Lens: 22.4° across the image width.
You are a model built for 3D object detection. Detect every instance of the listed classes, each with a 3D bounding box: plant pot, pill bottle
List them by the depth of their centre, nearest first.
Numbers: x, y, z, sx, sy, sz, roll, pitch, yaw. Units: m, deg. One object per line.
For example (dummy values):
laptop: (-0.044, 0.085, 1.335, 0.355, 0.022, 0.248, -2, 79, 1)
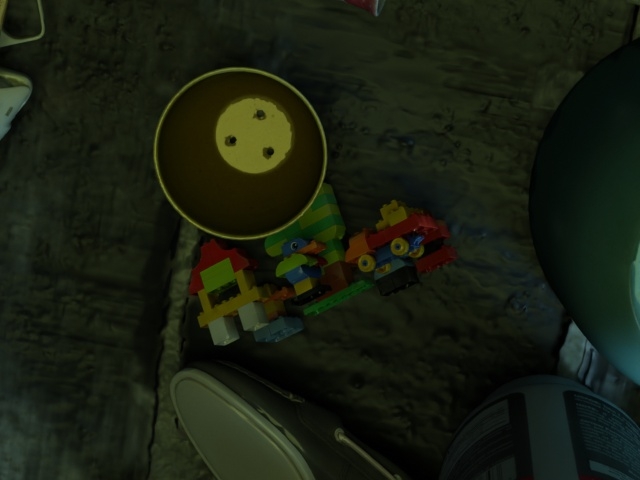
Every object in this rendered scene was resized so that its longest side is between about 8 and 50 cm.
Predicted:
plant pot: (0.306, -0.005, 1.197, 0.293, 0.235, 0.293, 1, 104, 4)
pill bottle: (0.175, 0.212, 1.218, 0.176, 0.318, 0.176, 1, 105, 5)
plant pot: (-0.058, -0.076, 1.277, 0.134, 0.095, 0.134, 1, 103, 4)

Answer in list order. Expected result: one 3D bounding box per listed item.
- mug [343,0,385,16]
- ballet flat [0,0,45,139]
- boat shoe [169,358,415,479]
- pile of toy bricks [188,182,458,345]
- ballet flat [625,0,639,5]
mug: (-0.015, -0.261, 1.238, 0.169, 0.150, 0.113, 17, 141, 4)
ballet flat: (-0.258, -0.149, 1.287, 0.073, 0.080, 0.232, 5, 107, -12)
boat shoe: (0.016, 0.208, 1.359, 0.335, 0.095, 0.112, 44, 139, -3)
pile of toy bricks: (0.000, 0.000, 1.302, 0.212, 0.118, 0.105, -27, 73, 26)
ballet flat: (0.228, -0.237, 1.234, 0.079, 0.077, 0.221, -35, 95, 30)
